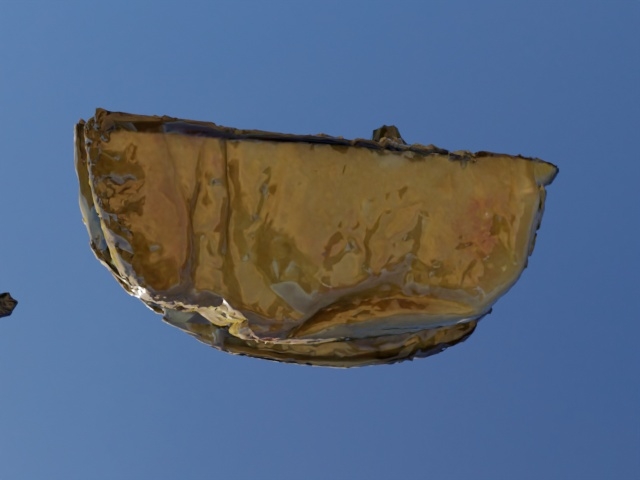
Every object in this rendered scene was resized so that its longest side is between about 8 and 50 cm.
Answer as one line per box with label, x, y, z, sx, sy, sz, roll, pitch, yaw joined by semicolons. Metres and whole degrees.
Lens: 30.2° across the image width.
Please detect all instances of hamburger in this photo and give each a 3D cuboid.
hamburger;0.000;0.000;0.622;0.262;0.130;0.124;5;180;-17

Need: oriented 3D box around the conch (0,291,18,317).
conch;-0.394;0.000;0.938;0.313;0.186;0.240;22;-98;25
